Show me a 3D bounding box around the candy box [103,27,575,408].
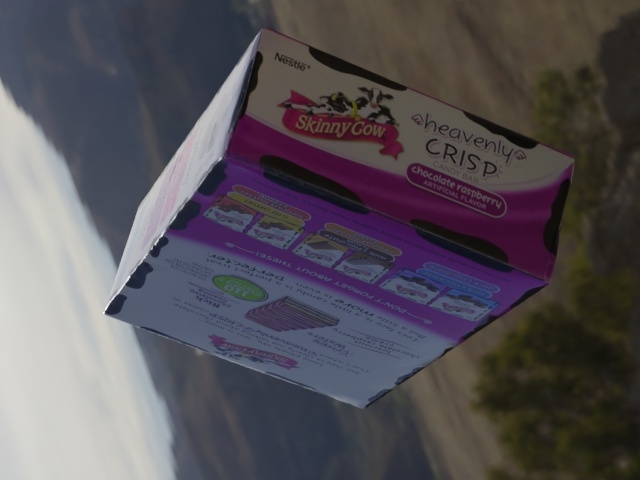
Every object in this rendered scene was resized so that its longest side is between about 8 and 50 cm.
[{"bbox_3d":[0.000,0.000,0.842,0.233,0.159,0.071,136,153,-61],"label":"candy box"}]
